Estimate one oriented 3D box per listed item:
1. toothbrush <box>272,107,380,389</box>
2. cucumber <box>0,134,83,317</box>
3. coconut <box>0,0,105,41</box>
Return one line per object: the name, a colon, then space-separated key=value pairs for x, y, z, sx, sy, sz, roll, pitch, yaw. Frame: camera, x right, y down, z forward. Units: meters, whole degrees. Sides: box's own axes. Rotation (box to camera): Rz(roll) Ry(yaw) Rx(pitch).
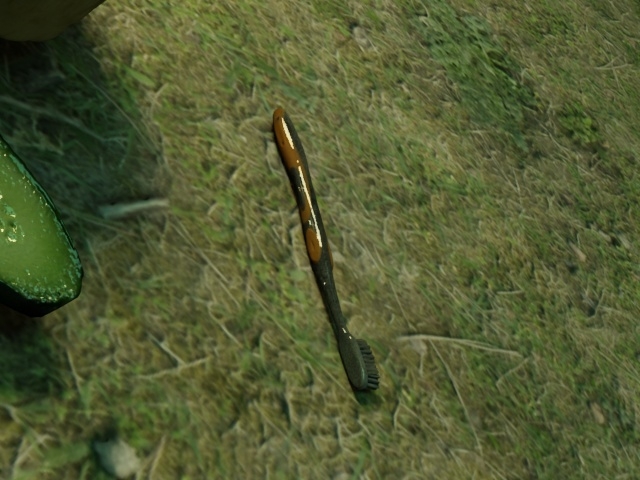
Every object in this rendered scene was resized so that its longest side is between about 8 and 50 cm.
toothbrush: x=-0.002 y=-0.001 z=1.157 sx=0.031 sy=0.023 sz=0.321 roll=18 pitch=44 yaw=-48
cucumber: x=-0.268 y=-0.036 z=0.849 sx=0.244 sy=0.063 sz=0.115 roll=48 pitch=40 yaw=-2
coconut: x=-0.222 y=-0.324 z=0.956 sx=0.329 sy=0.329 sz=0.328 roll=30 pitch=38 yaw=-26
